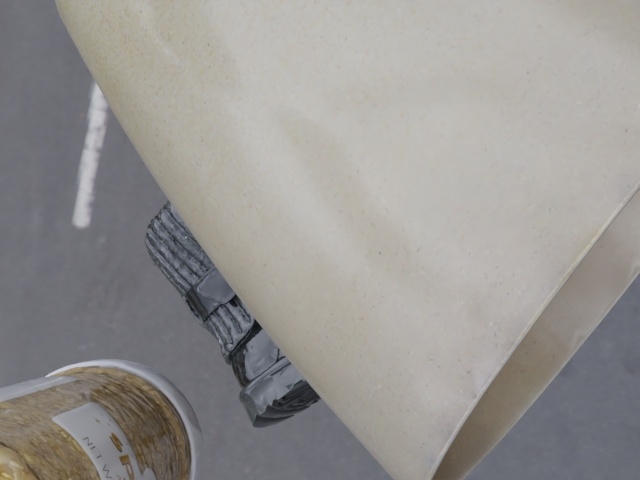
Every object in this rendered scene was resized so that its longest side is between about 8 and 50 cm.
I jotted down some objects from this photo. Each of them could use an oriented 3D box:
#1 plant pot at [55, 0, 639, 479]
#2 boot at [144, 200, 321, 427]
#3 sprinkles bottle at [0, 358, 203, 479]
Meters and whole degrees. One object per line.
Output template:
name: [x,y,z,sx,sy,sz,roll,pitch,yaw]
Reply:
plant pot: [0.021,-0.069,0.548,0.274,0.256,0.256,38,110,15]
boot: [-0.002,0.000,1.263,0.348,0.131,0.260,-34,69,12]
sprinkles bottle: [-0.142,0.129,0.614,0.121,0.355,0.121,0,88,3]
